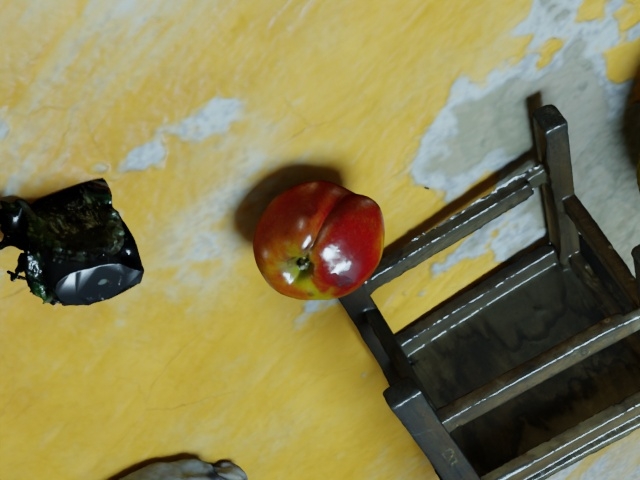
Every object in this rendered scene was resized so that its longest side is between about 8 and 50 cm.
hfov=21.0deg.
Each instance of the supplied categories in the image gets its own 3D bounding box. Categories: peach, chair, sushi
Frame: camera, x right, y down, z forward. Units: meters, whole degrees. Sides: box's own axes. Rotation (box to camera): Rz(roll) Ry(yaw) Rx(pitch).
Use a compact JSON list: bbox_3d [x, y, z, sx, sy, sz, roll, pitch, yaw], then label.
[{"bbox_3d":[-0.001,-0.001,1.329,0.101,0.101,0.101,-20,140,-18],"label":"peach"},{"bbox_3d":[0.184,0.116,1.503,0.240,0.203,0.416,-31,143,0],"label":"chair"},{"bbox_3d":[-0.178,0.007,1.208,0.084,0.083,0.056,-9,136,-32],"label":"sushi"}]

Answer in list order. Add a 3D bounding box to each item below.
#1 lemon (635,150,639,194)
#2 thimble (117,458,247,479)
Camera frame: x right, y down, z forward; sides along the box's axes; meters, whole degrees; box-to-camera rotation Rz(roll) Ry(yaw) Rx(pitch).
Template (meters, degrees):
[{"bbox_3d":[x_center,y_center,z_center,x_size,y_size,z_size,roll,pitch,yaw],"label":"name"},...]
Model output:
[{"bbox_3d":[0.395,-0.053,1.444,0.253,0.253,0.310,-36,145,1],"label":"lemon"},{"bbox_3d":[-0.139,0.319,1.510,0.245,0.157,0.217,-46,142,13],"label":"thimble"}]
